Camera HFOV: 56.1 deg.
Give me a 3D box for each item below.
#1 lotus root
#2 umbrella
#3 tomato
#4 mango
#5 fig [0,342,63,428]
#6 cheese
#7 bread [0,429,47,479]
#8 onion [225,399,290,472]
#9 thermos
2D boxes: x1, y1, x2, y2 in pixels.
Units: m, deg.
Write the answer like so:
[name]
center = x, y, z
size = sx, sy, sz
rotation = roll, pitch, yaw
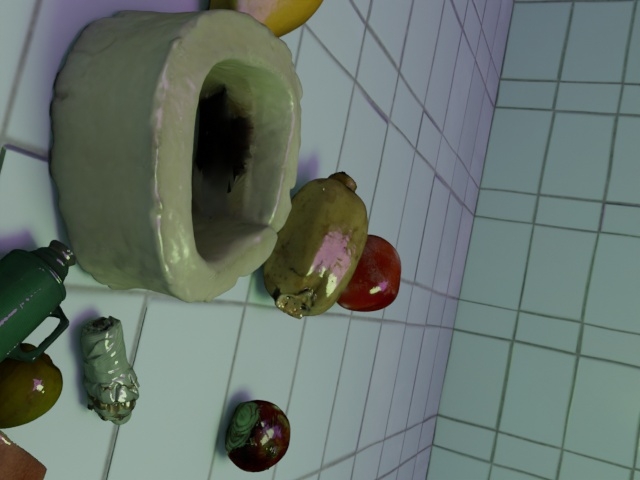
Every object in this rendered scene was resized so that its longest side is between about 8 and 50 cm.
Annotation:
[lotus root]
center = 0.000, 0.000, 1.061
size = 0.160, 0.146, 0.284
rotation = 49, 54, -44
[umbrella]
center = -0.249, 0.158, 0.708
size = 0.067, 0.062, 0.143
rotation = -100, -175, -64
[tomato]
center = 0.097, 0.070, 1.300
size = 0.187, 0.152, 0.186
rotation = -18, 111, -58
[mango]
center = -0.061, -0.385, 0.852
size = 0.316, 0.119, 0.176
rotation = -58, 151, -23
[fig]
center = -0.297, 0.146, 0.583
size = 0.088, 0.074, 0.074
rotation = -51, 147, -14
[cheese]
center = -0.149, -0.096, 0.710
size = 0.292, 0.153, 0.331
rotation = 1, 99, -64
[bread]
center = -0.317, 0.245, 0.552
size = 0.119, 0.067, 0.192
rotation = 36, 75, -80
[onion]
center = -0.101, 0.331, 1.011
size = 0.117, 0.119, 0.118
rotation = -55, 152, -2
[thermos]
center = -0.294, 0.070, 0.545
size = 0.073, 0.083, 0.187
rotation = 90, 24, -42
